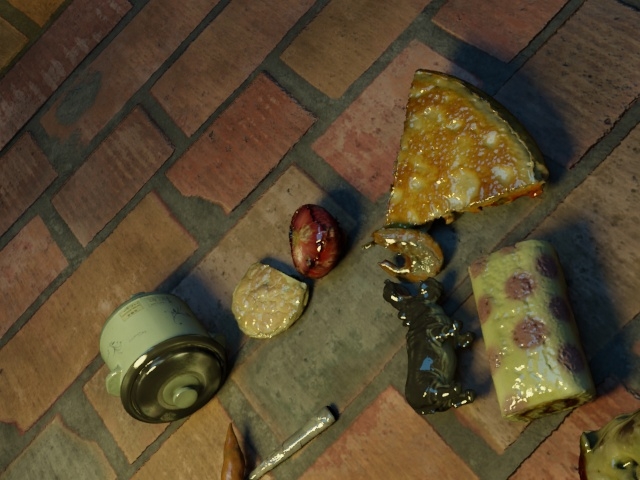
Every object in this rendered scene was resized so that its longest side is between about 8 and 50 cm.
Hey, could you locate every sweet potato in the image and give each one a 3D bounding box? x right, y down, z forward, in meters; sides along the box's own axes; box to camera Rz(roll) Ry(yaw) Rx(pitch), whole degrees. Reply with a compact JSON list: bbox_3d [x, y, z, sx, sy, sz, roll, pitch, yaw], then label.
[{"bbox_3d":[-0.194,0.489,1.988,0.056,0.056,0.195,-19,53,22],"label":"sweet potato"}]

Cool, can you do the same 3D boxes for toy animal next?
[{"bbox_3d":[0.236,0.203,1.894,0.168,0.106,0.343,-30,47,24],"label":"toy animal"}]

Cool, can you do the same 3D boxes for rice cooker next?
[{"bbox_3d":[-0.371,0.281,2.129,0.316,0.264,0.317,4,35,-3],"label":"rice cooker"}]

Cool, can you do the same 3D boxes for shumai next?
[{"bbox_3d":[0.562,0.389,1.518,0.283,0.217,0.346,2,69,32],"label":"shumai"}]

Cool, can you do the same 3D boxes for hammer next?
[{"bbox_3d":[-0.138,0.505,2.002,0.427,0.044,0.152,-42,52,5],"label":"hammer"}]

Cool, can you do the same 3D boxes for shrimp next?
[{"bbox_3d":[0.182,0.033,2.005,0.187,0.051,0.133,16,108,17],"label":"shrimp"}]

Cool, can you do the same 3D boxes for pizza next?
[{"bbox_3d":[0.277,-0.155,2.057,0.406,0.130,0.440,-50,55,15],"label":"pizza"}]

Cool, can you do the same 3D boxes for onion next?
[{"bbox_3d":[0.000,0.000,2.129,0.147,0.184,0.184,-8,50,-21],"label":"onion"}]

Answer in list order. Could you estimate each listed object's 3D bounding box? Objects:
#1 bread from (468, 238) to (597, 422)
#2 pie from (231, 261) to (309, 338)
[{"bbox_3d":[0.409,0.176,1.765,0.187,0.155,0.339,-23,56,25],"label":"bread"},{"bbox_3d":[-0.132,0.149,2.182,0.218,0.052,0.185,25,79,36],"label":"pie"}]
